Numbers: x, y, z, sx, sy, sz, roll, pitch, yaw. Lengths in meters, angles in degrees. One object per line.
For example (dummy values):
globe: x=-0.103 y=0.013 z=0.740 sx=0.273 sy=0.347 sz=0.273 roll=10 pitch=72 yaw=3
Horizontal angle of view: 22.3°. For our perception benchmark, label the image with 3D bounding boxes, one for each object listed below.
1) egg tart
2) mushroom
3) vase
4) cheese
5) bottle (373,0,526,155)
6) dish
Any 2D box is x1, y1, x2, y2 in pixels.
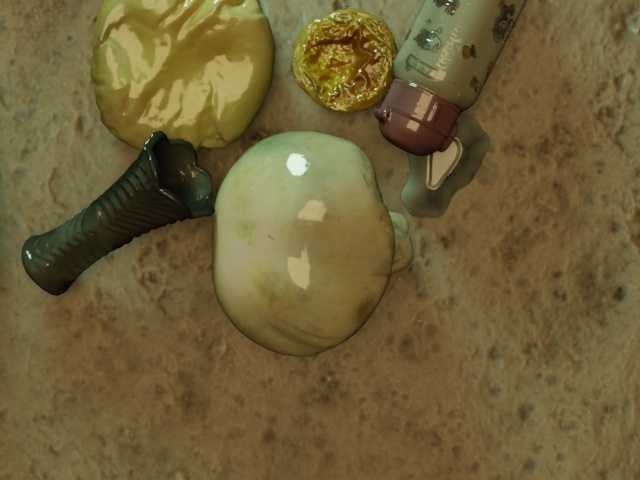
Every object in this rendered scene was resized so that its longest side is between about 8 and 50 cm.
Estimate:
egg tart: x=0.031 y=-0.215 z=1.925 sx=0.130 sy=0.052 sz=0.130 roll=0 pitch=93 yaw=4
mushroom: x=0.000 y=0.000 z=1.875 sx=0.260 sy=0.234 sz=0.254 roll=-50 pitch=53 yaw=40
vase: x=-0.244 y=-0.023 z=1.888 sx=0.237 sy=0.115 sz=0.115 roll=-31 pitch=90 yaw=27
cheese: x=-0.160 y=-0.212 z=1.910 sx=0.214 sy=0.117 sz=0.226 roll=2 pitch=97 yaw=-1
bottle: x=0.146 y=-0.210 z=1.880 sx=0.110 sy=0.110 sz=0.233 roll=26 pitch=87 yaw=2
dish: x=0.143 y=-0.091 z=1.930 sx=0.091 sy=0.039 sz=0.137 roll=24 pitch=92 yaw=2
